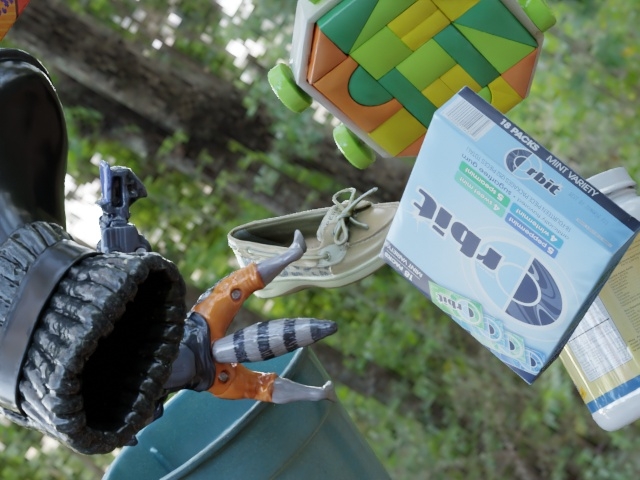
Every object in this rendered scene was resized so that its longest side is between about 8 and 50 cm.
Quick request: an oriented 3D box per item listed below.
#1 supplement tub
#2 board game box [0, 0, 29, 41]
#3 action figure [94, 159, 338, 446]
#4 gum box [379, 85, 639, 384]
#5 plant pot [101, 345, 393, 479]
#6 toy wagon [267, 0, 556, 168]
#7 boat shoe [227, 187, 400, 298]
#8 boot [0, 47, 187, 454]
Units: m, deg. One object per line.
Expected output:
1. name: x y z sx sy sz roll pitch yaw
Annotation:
1. supplement tub: 0.264 0.051 1.300 0.144 0.199 0.144 -26 -12 -6
2. board game box: -0.597 -0.305 1.664 0.356 0.356 0.356 39 -98 -40
3. action figure: -0.163 0.078 1.655 0.178 0.330 0.341 -138 37 -70
4. gum box: 0.129 0.001 1.066 0.041 0.157 0.184 -41 -17 -30
5. plant pot: -0.053 0.342 1.910 0.341 0.334 0.341 -36 12 9
6. toy wagon: 0.074 -0.216 1.518 0.267 0.068 0.344 -37 -46 17
7. boat shoe: 0.000 0.000 1.791 0.285 0.089 0.104 -18 25 40
8. boot: -0.228 0.000 1.272 0.131 0.260 0.347 7 -94 -44
